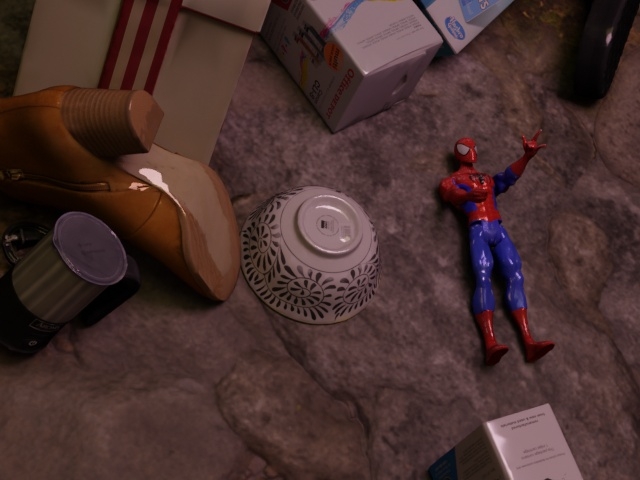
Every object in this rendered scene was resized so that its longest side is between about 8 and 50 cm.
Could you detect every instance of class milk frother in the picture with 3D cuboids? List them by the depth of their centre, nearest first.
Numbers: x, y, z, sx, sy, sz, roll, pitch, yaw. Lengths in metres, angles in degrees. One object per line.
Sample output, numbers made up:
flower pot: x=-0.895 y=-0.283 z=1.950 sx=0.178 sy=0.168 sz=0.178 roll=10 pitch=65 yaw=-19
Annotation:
milk frother: x=-0.263 y=0.016 z=1.203 sx=0.129 sy=0.134 sz=0.143 roll=-8 pitch=64 yaw=-56

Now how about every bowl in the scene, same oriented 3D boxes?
bowl: x=0.000 y=0.000 z=1.333 sx=0.170 sy=0.080 sz=0.170 roll=8 pitch=61 yaw=-14

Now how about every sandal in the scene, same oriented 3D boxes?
sandal: x=0.393 y=-0.387 z=1.638 sx=0.107 sy=0.168 sz=0.446 roll=15 pitch=56 yaw=18

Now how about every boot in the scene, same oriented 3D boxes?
boot: x=-0.222 y=-0.047 z=1.259 sx=0.211 sy=0.295 sz=0.104 roll=-1 pitch=47 yaw=27

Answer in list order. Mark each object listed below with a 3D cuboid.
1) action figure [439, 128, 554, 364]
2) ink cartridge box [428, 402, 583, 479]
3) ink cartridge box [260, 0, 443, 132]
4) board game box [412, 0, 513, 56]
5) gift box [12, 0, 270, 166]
action figure: x=0.209 y=-0.015 z=1.382 sx=0.091 sy=0.139 sz=0.280 roll=-2 pitch=61 yaw=-21
ink cartridge box: x=0.204 y=0.287 z=1.203 sx=0.085 sy=0.148 sz=0.203 roll=-12 pitch=68 yaw=-26
ink cartridge box: x=0.033 y=-0.246 z=1.450 sx=0.127 sy=0.128 sz=0.176 roll=-28 pitch=74 yaw=-29
board game box: x=0.197 y=-0.435 z=1.519 sx=0.336 sy=0.079 sz=0.254 roll=-44 pitch=112 yaw=-15
gift box: x=-0.154 y=-0.259 z=1.287 sx=0.276 sy=0.258 sz=0.255 roll=14 pitch=35 yaw=-12
